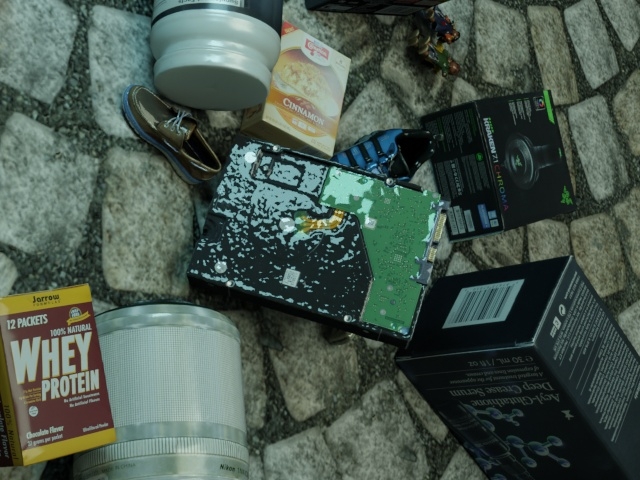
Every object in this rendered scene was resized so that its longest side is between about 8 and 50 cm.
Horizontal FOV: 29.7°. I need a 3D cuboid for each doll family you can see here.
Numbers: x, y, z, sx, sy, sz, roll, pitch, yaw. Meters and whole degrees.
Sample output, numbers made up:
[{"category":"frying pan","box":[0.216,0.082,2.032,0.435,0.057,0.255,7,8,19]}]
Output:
[{"category":"doll family","box":[0.220,-0.376,2.250,0.111,0.076,0.193,31,57,-32]}]

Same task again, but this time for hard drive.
[{"category":"hard drive","box":[0.000,0.000,1.773,0.339,0.064,0.237,15,72,4]}]

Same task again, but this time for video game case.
[{"category":"video game case","box":[0.153,-0.437,2.066,0.275,0.248,0.035,-8,88,-47]}]

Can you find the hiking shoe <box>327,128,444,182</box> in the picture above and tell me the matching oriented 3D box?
[{"category":"hiking shoe","box":[0.075,-0.114,1.994,0.304,0.132,0.113,-44,112,-42]}]

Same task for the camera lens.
[{"category":"camera lens","box":[-0.204,0.227,1.536,0.219,0.219,0.274,17,58,-43]}]

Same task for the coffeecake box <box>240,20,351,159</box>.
[{"category":"coffeecake box","box":[-0.038,-0.235,1.941,0.142,0.068,0.185,25,63,-31]}]

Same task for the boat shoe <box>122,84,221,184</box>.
[{"category":"boat shoe","box":[-0.210,-0.161,1.757,0.183,0.066,0.066,47,49,-29]}]

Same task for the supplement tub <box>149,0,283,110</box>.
[{"category":"supplement tub","box":[-0.149,-0.347,1.773,0.191,0.191,0.272,18,68,-42]}]

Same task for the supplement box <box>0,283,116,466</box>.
[{"category":"supplement box","box":[-0.364,0.163,1.428,0.129,0.194,0.191,-8,86,-46]}]

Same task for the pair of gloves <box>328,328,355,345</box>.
[{"category":"pair of gloves","box":[0.106,0.060,1.908,0.042,0.240,0.204,28,60,-16]}]

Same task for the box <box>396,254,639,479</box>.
[{"category":"box","box":[0.378,0.251,2.105,0.395,0.293,0.212,51,50,-24]}]

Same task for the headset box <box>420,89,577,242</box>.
[{"category":"headset box","box":[0.347,-0.145,2.284,0.283,0.131,0.246,-13,91,-47]}]
